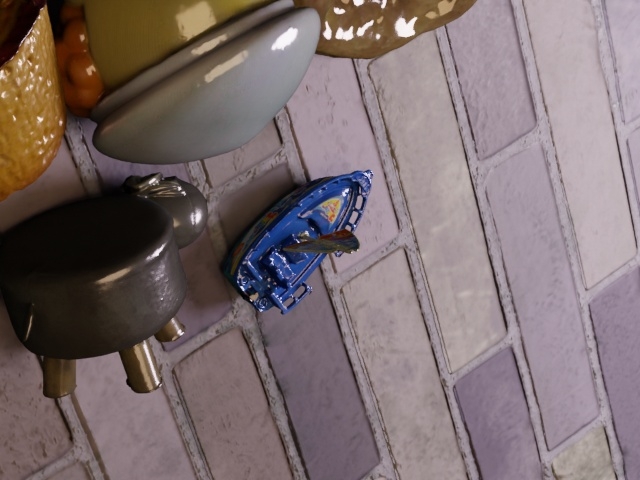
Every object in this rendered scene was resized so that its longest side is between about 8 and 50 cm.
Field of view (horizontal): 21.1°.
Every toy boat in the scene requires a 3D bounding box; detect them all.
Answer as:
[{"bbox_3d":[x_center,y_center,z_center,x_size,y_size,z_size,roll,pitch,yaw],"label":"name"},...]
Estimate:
[{"bbox_3d":[0.000,0.000,1.629,0.175,0.110,0.091,-48,129,-14],"label":"toy boat"}]

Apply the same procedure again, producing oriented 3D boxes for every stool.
[{"bbox_3d":[-0.171,0.039,1.484,0.228,0.153,0.139,-28,122,-26],"label":"stool"}]

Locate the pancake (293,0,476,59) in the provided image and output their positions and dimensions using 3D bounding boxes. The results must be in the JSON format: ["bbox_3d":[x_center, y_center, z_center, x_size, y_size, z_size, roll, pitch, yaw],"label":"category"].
[{"bbox_3d":[0.080,-0.296,1.577,0.294,0.049,0.294,-25,134,-29],"label":"pancake"}]

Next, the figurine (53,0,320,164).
[{"bbox_3d":[-0.115,-0.244,1.386,0.224,0.205,0.381,-28,122,-40],"label":"figurine"}]

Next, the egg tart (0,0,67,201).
[{"bbox_3d":[-0.291,-0.131,1.311,0.215,0.215,0.171,-40,142,-18],"label":"egg tart"}]
